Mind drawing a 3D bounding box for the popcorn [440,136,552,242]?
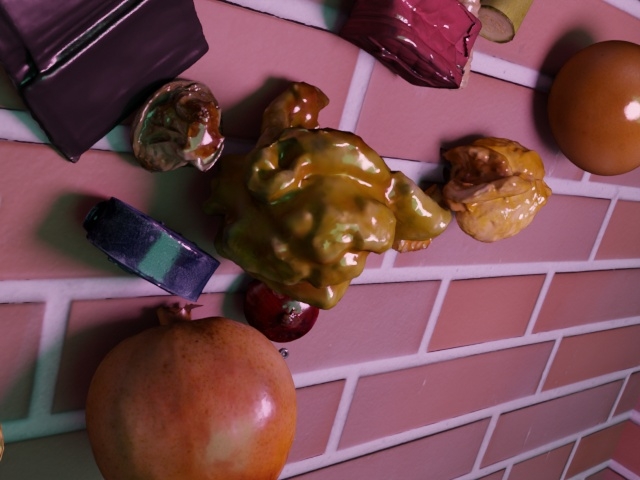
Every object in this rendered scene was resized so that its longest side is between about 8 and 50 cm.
[{"bbox_3d":[0.340,-0.099,1.385,0.253,0.191,0.190,-11,119,-38],"label":"popcorn"}]

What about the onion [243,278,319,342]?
[{"bbox_3d":[-0.065,0.107,1.175,0.131,0.131,0.131,-22,126,-34],"label":"onion"}]

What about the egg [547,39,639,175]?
[{"bbox_3d":[0.617,-0.274,1.505,0.250,0.250,0.322,-47,145,-13],"label":"egg"}]

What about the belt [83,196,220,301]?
[{"bbox_3d":[-0.229,0.014,0.953,0.190,0.141,0.082,36,84,-46],"label":"belt"}]

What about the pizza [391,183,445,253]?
[{"bbox_3d":[0.200,-0.036,1.403,0.160,0.036,0.099,-54,137,-5],"label":"pizza"}]

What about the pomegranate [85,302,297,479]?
[{"bbox_3d":[-0.186,0.243,1.031,0.319,0.319,0.319,-22,126,-34],"label":"pomegranate"}]

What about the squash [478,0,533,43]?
[{"bbox_3d":[0.367,-0.468,1.299,0.224,0.094,0.094,-54,138,-18],"label":"squash"}]

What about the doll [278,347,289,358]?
[{"bbox_3d":[-0.149,0.255,1.209,0.227,0.075,0.102,-37,124,-10],"label":"doll"}]

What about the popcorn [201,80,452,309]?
[{"bbox_3d":[-0.007,-0.042,1.053,0.321,0.325,0.290,44,84,-5],"label":"popcorn"}]

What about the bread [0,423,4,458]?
[{"bbox_3d":[-0.515,0.252,0.823,0.250,0.133,0.179,-40,135,-18],"label":"bread"}]

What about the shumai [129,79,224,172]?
[{"bbox_3d":[-0.175,-0.137,0.934,0.145,0.116,0.145,-33,138,-35],"label":"shumai"}]

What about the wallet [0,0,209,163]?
[{"bbox_3d":[-0.256,-0.252,0.793,0.247,0.041,0.323,-43,154,-14],"label":"wallet"}]

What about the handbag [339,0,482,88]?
[{"bbox_3d":[0.145,-0.331,1.110,0.225,0.146,0.135,21,92,-47],"label":"handbag"}]

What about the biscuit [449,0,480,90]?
[{"bbox_3d":[0.249,-0.378,1.244,0.061,0.055,0.219,-32,132,-46],"label":"biscuit"}]
